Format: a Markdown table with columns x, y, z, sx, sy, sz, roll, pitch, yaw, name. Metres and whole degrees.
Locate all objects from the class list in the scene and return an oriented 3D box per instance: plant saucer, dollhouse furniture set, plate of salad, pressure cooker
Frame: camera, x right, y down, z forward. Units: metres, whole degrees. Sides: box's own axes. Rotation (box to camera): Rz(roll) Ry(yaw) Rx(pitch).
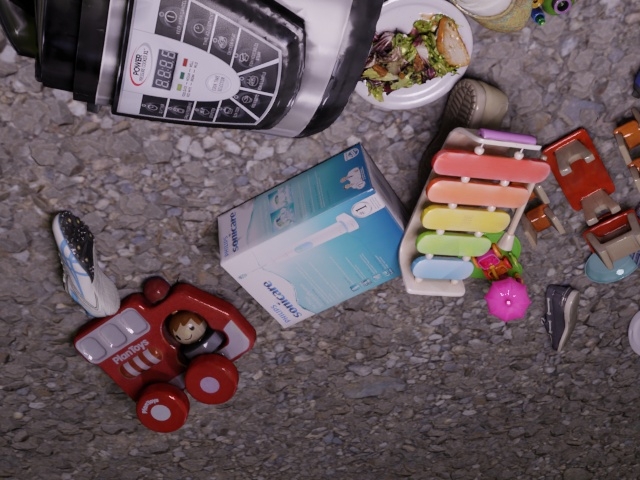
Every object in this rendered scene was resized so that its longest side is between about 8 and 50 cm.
| x | y | z | sx | sy | sz | roll | pitch | yaw | name |
| --- | --- | --- | --- | --- | --- | --- | --- | --- | --- |
| 0.586 | 0.037 | 1.637 | 0.119 | 0.021 | 0.119 | -5 | 134 | -6 | plant saucer |
| 0.484 | -0.084 | 1.456 | 0.262 | 0.135 | 0.259 | -28 | 121 | 16 | dollhouse furniture set |
| 0.136 | -0.277 | 1.238 | 0.199 | 0.048 | 0.200 | -5 | 135 | -5 | plate of salad |
| -0.166 | -0.317 | 0.932 | 0.420 | 0.375 | 0.370 | 9 | 93 | -17 | pressure cooker |

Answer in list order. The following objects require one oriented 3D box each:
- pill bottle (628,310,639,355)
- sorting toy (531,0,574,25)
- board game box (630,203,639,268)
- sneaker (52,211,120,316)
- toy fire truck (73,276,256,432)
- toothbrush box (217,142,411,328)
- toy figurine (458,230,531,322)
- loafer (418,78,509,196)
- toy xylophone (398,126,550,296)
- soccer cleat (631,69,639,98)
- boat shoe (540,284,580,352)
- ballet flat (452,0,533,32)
| x | y | z | sx | sy | sz | roll | pitch | yaw | name |
| --- | --- | --- | --- | --- | --- | --- | --- | --- | --- |
| 0.783 | 0.213 | 1.780 | 0.193 | 0.108 | 0.108 | 11 | 131 | -20 | pill bottle |
| 0.333 | -0.350 | 1.205 | 0.102 | 0.042 | 0.061 | 8 | 132 | -17 | sorting toy |
| 0.640 | 0.003 | 1.476 | 0.060 | 0.194 | 0.194 | 7 | 124 | -16 | board game box |
| -0.427 | 0.050 | 1.434 | 0.086 | 0.085 | 0.237 | -6 | 132 | 7 | sneaker |
| -0.291 | 0.201 | 1.562 | 0.302 | 0.169 | 0.254 | -33 | 112 | 19 | toy fire truck |
| 0.000 | 0.000 | 1.426 | 0.295 | 0.126 | 0.216 | -27 | 133 | 15 | toothbrush box |
| 0.350 | 0.092 | 1.553 | 0.130 | 0.159 | 0.173 | -30 | 132 | 19 | toy figurine |
| 0.238 | -0.145 | 1.344 | 0.092 | 0.102 | 0.269 | -5 | 140 | -21 | loafer |
| 0.253 | -0.051 | 1.307 | 0.236 | 0.081 | 0.323 | -3 | 129 | -18 | toy xylophone |
| 0.646 | -0.238 | 1.335 | 0.289 | 0.093 | 0.121 | 14 | 123 | -22 | soccer cleat |
| 0.506 | 0.163 | 1.734 | 0.065 | 0.075 | 0.206 | 25 | 149 | 27 | boat shoe |
| 0.196 | -0.394 | 1.082 | 0.123 | 0.123 | 0.348 | -21 | 133 | 10 | ballet flat |
